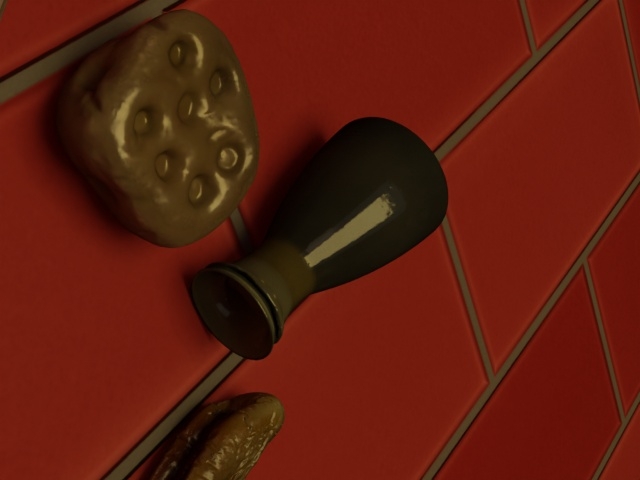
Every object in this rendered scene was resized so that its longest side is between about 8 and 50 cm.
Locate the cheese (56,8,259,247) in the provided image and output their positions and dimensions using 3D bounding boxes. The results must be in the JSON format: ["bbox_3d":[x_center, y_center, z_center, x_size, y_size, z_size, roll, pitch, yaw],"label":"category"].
[{"bbox_3d":[-0.163,-0.112,1.058,0.218,0.117,0.235,8,85,-51],"label":"cheese"}]

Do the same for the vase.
[{"bbox_3d":[0.000,0.000,1.237,0.321,0.173,0.173,-42,122,-39],"label":"vase"}]

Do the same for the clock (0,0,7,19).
[{"bbox_3d":[-0.323,-0.177,0.664,0.250,0.368,0.377,21,92,-19],"label":"clock"}]

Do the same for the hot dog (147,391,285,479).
[{"bbox_3d":[-0.126,0.245,1.138,0.242,0.084,0.073,-53,131,-35],"label":"hot dog"}]
